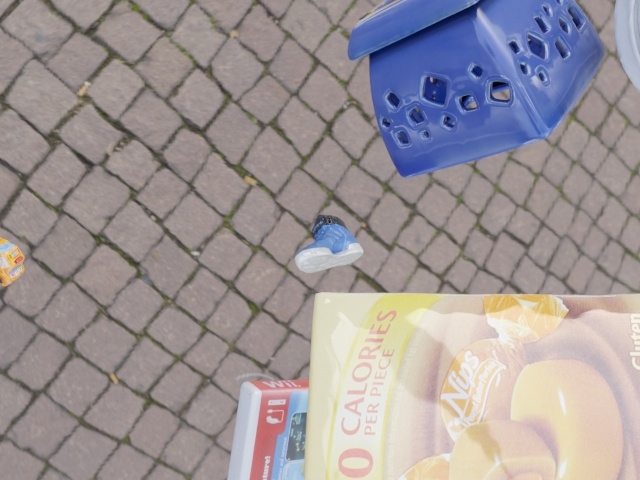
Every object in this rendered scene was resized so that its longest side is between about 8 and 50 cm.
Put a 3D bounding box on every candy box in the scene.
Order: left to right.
[{"bbox_3d":[0.083,0.181,0.301,0.182,0.087,0.317,0,66,7],"label":"candy box"}]

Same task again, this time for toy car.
[{"bbox_3d":[-0.398,0.032,0.899,0.122,0.040,0.060,-23,101,-61],"label":"toy car"}]

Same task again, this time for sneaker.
[{"bbox_3d":[-0.001,0.001,1.257,0.152,0.085,0.058,-9,150,-46],"label":"sneaker"}]

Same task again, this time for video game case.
[{"bbox_3d":[0.049,0.216,0.651,0.285,0.025,0.204,5,98,-33],"label":"video game case"}]

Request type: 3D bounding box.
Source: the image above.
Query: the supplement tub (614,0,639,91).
[{"bbox_3d":[0.494,-0.250,0.771,0.240,0.331,0.241,-1,93,-21],"label":"supplement tub"}]

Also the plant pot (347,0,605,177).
[{"bbox_3d":[0.189,-0.244,0.971,0.236,0.236,0.212,-46,112,-38],"label":"plant pot"}]
